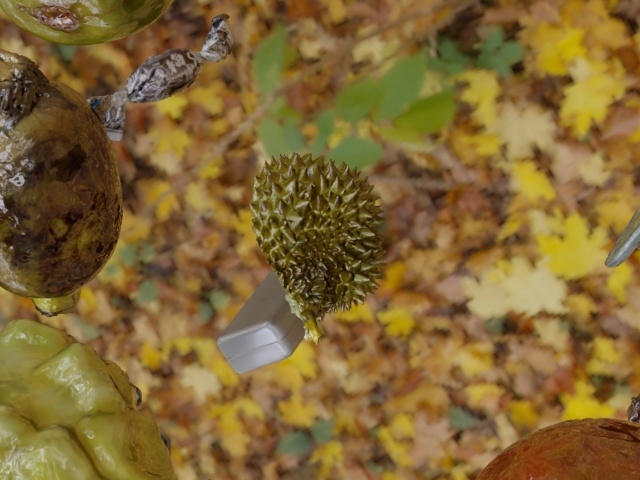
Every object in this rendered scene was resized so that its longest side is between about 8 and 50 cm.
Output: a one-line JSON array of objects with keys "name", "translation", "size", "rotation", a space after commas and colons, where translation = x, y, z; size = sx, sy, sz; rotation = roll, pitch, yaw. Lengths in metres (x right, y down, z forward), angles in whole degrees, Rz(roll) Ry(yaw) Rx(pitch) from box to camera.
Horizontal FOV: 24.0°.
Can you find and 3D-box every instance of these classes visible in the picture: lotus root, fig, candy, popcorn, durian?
[{"name": "lotus root", "translation": [-0.276, -0.045, 1.464], "size": [0.141, 0.169, 0.314], "rotation": [40, 150, 46]}, {"name": "fig", "translation": [-0.168, -0.229, 1.062], "size": [0.142, 0.186, 0.148], "rotation": [-22, 131, 24]}, {"name": "candy", "translation": [-0.176, -0.175, 1.639], "size": [0.051, 0.226, 0.094], "rotation": [51, 153, 3]}, {"name": "popcorn", "translation": [-0.178, 0.158, 0.811], "size": [0.181, 0.217, 0.235], "rotation": [78, 172, -69]}, {"name": "durian", "translation": [0.000, 0.000, 1.328], "size": [0.102, 0.208, 0.146], "rotation": [-28, 130, 33]}]

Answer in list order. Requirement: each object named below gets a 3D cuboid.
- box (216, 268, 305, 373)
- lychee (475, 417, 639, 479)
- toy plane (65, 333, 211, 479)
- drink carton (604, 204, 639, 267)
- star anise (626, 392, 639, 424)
[{"name": "box", "translation": [-0.030, 0.061, 1.810], "size": [0.103, 0.243, 0.055], "rotation": [-22, 110, 38]}, {"name": "lychee", "translation": [0.201, 0.236, 1.005], "size": [0.300, 0.255, 0.255], "rotation": [-44, 74, 38]}, {"name": "toy plane", "translation": [-0.205, 0.255, 1.729], "size": [0.316, 0.103, 0.204], "rotation": [41, -153, -31]}, {"name": "drink carton", "translation": [0.388, -0.013, 1.349], "size": [0.190, 0.185, 0.191], "rotation": [33, 138, 2]}, {"name": "star anise", "translation": [0.445, 0.230, 1.758], "size": [0.346, 0.237, 0.148], "rotation": [-94, 28, -62]}]
